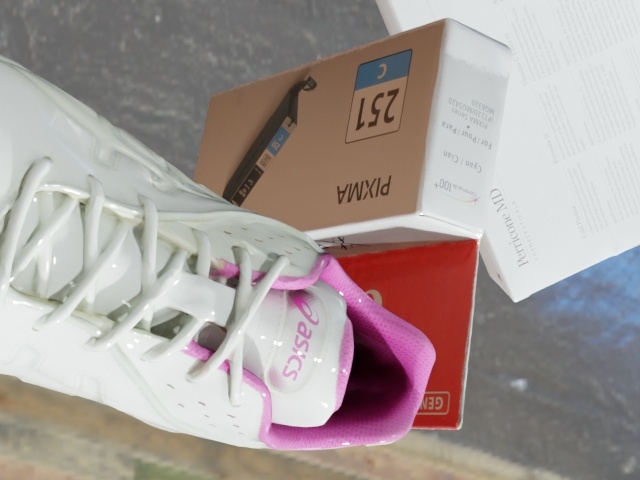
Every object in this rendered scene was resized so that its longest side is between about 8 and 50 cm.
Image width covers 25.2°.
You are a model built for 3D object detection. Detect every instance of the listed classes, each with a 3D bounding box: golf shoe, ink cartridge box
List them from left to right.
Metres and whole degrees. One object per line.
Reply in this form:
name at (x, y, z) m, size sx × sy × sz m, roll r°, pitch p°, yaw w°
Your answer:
golf shoe at (-0.066, 0.009, 0.515) m, size 0.140 × 0.115 × 0.306 m, roll 13°, pitch 172°, yaw 35°
ink cartridge box at (0.000, 0.000, 1.023) m, size 0.066 × 0.261 × 0.296 m, roll 18°, pitch 164°, yaw -33°

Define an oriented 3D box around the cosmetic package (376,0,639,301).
cosmetic package at (0.230, -0.172, 1.339) m, size 0.284 × 0.097 × 0.377 m, roll -25°, pitch 108°, yaw -4°
